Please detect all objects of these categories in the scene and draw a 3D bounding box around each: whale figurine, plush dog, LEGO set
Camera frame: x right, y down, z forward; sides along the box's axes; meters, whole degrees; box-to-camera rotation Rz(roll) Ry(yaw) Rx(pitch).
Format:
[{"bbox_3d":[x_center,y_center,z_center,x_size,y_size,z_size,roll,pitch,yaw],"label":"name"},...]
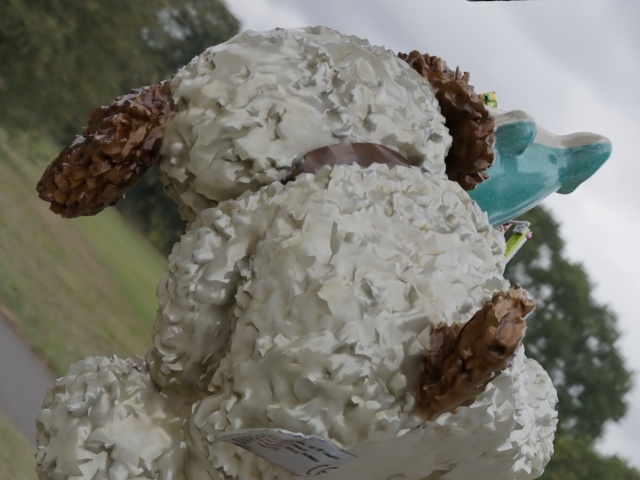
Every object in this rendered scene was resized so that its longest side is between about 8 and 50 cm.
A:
[{"bbox_3d":[0.184,-0.063,1.492,0.216,0.272,0.141,131,-44,-62],"label":"whale figurine"},{"bbox_3d":[0.000,0.000,0.618,0.210,0.262,0.225,-58,-136,52],"label":"plush dog"},{"bbox_3d":[0.227,-0.056,1.839,0.132,0.287,0.107,21,-4,-20],"label":"LEGO set"}]
